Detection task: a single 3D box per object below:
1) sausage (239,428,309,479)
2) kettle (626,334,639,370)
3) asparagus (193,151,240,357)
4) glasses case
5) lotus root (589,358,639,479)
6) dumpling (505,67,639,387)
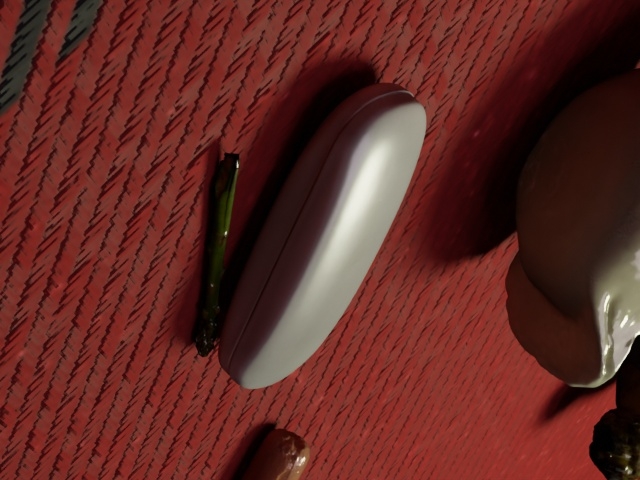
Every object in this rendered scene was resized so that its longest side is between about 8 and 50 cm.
[{"bbox_3d":[-0.035,0.159,1.220,0.034,0.034,0.083,-11,135,-52],"label":"sausage"},{"bbox_3d":[0.339,-0.019,1.350,0.268,0.207,0.290,-25,143,-53],"label":"kettle"},{"bbox_3d":[-0.056,0.010,1.002,0.166,0.013,0.016,102,-3,-48],"label":"asparagus"},{"bbox_3d":[0.000,0.000,1.030,0.076,0.049,0.197,-18,140,-52],"label":"glasses case"},{"bbox_3d":[0.358,0.102,1.617,0.309,0.173,0.173,-42,154,-4],"label":"lotus root"},{"bbox_3d":[0.198,-0.028,1.214,0.132,0.162,0.250,23,98,-26],"label":"dumpling"}]
